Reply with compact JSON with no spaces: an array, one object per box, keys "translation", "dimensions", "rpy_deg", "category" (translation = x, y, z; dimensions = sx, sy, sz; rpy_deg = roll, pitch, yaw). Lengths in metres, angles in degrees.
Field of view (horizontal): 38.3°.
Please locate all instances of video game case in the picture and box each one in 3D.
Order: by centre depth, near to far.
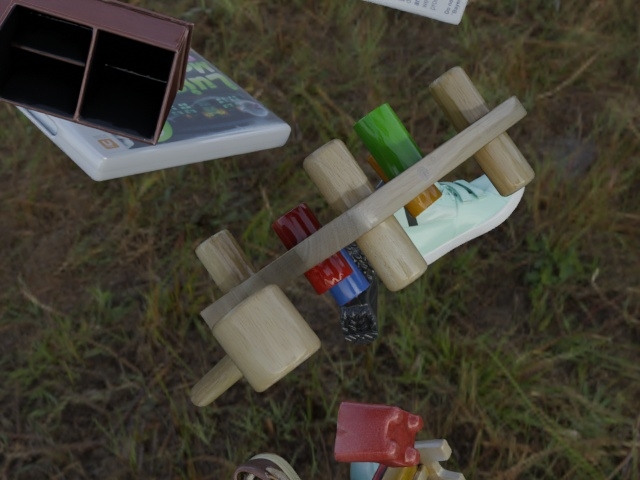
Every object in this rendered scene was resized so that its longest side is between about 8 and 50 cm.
[{"translation":[-0.141,-0.113,0.678],"dimensions":[0.173,0.022,0.190],"rpy_deg":[41,32,23],"category":"video game case"}]

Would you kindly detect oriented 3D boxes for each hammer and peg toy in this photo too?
[{"translation":[0.000,0.000,0.798],"dimensions":[0.361,0.266,0.127],"rpy_deg":[-35,91,-41],"category":"hammer and peg toy"}]

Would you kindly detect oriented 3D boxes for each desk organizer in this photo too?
[{"translation":[-0.136,-0.096,0.468],"dimensions":[0.130,0.047,0.050],"rpy_deg":[16,49,-5],"category":"desk organizer"}]

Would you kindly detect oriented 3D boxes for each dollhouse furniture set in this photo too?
[{"translation":[-0.012,0.301,0.888],"dimensions":[0.152,0.201,0.374],"rpy_deg":[-6,31,34],"category":"dollhouse furniture set"}]

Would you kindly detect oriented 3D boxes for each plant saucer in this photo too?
[{"translation":[0.089,0.402,1.406],"dimensions":[0.037,0.195,0.195],"rpy_deg":[-25,46,-17],"category":"plant saucer"}]

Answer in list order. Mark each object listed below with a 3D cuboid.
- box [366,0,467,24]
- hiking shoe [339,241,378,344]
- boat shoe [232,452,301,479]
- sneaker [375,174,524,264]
[{"translation":[0.027,-0.199,0.491],"dimensions":[0.137,0.126,0.072],"rpy_deg":[13,31,-10],"category":"box"},{"translation":[0.055,0.058,1.569],"dimensions":[0.086,0.226,0.114],"rpy_deg":[-3,24,2],"category":"hiking shoe"},{"translation":[-0.018,0.481,1.445],"dimensions":[0.123,0.123,0.342],"rpy_deg":[-40,76,4],"category":"boat shoe"},{"translation":[0.189,-0.077,1.358],"dimensions":[0.256,0.151,0.094],"rpy_deg":[-33,27,-19],"category":"sneaker"}]
